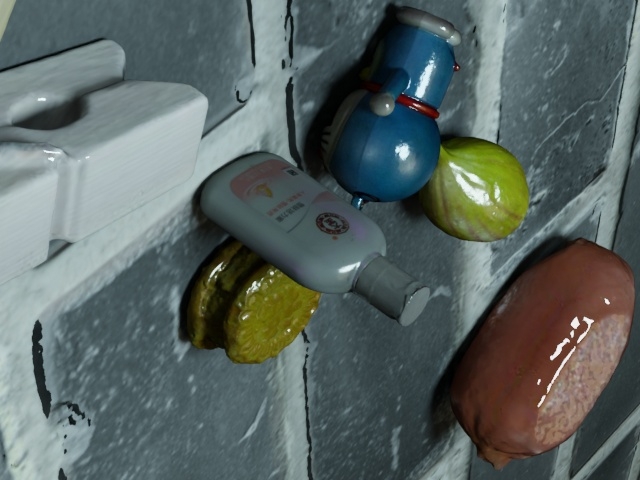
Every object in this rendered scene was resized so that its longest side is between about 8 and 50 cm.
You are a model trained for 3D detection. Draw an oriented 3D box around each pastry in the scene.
[{"bbox_3d":[-0.047,0.042,1.141,0.109,0.057,0.097,-51,153,-12],"label":"pastry"}]

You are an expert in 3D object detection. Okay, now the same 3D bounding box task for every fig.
[{"bbox_3d":[0.097,-0.055,1.278,0.166,0.093,0.093,24,101,-36],"label":"fig"}]

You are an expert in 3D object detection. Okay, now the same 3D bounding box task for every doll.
[{"bbox_3d":[0.052,-0.090,1.131,0.152,0.085,0.114,-69,164,5],"label":"doll"}]

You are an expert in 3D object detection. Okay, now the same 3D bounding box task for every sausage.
[{"bbox_3d":[0.229,0.115,1.610,0.254,0.148,0.148,-58,154,2],"label":"sausage"}]

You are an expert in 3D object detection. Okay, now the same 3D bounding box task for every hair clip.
[{"bbox_3d":[-0.197,-0.015,0.778,0.331,0.101,0.085,-29,141,-46],"label":"hair clip"}]

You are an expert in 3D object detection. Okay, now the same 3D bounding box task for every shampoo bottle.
[{"bbox_3d":[0.000,0.000,1.044,0.080,0.165,0.040,-29,144,-42],"label":"shampoo bottle"}]

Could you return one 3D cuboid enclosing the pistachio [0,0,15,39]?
[{"bbox_3d":[-0.194,-0.111,0.632,0.152,0.126,0.223,44,80,-28],"label":"pistachio"}]
